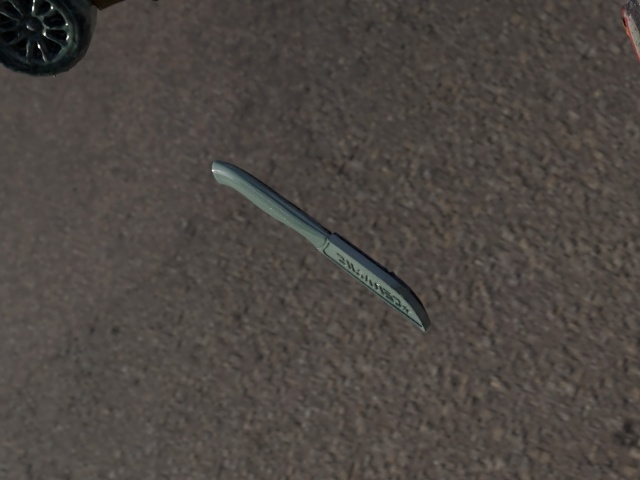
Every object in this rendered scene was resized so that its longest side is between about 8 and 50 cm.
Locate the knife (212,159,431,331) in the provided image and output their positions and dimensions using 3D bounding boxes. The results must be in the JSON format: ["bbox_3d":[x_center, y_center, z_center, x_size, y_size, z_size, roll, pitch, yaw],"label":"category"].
[{"bbox_3d":[0.000,-0.001,0.953,0.015,0.210,0.028,-42,-20,-40],"label":"knife"}]

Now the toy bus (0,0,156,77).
[{"bbox_3d":[-0.250,-0.170,0.655,0.323,0.194,0.162,-18,38,15],"label":"toy bus"}]

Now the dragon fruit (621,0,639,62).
[{"bbox_3d":[0.264,-0.167,0.929,0.083,0.060,0.056,96,156,-79],"label":"dragon fruit"}]
